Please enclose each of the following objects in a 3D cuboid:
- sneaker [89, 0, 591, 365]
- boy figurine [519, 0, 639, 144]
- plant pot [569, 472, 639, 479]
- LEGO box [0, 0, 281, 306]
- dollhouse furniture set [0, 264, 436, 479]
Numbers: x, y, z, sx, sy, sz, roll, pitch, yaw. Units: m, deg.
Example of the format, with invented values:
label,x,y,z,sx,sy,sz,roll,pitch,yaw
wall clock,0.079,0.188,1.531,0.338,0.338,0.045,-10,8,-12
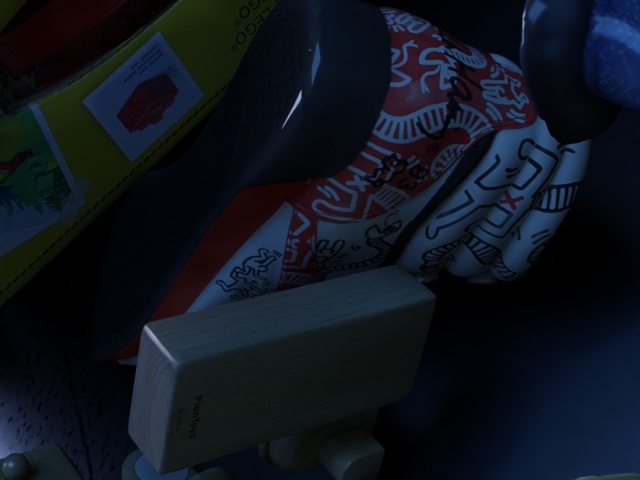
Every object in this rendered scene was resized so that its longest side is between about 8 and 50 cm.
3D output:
label,x,y,z,sx,sy,sz,roll,pitch,yaw
sneaker,0.000,0.001,0.565,0.270,0.145,0.090,-44,39,51
boy figurine,0.209,-0.075,0.375,0.285,0.092,0.177,8,69,27
plant pot,0.113,0.228,0.254,0.276,0.276,0.253,32,105,39
LEGO box,-0.184,-0.205,0.683,0.500,0.193,0.372,-44,47,-9
dollhouse furniture set,-0.060,0.065,0.521,0.123,0.144,0.151,42,132,40
